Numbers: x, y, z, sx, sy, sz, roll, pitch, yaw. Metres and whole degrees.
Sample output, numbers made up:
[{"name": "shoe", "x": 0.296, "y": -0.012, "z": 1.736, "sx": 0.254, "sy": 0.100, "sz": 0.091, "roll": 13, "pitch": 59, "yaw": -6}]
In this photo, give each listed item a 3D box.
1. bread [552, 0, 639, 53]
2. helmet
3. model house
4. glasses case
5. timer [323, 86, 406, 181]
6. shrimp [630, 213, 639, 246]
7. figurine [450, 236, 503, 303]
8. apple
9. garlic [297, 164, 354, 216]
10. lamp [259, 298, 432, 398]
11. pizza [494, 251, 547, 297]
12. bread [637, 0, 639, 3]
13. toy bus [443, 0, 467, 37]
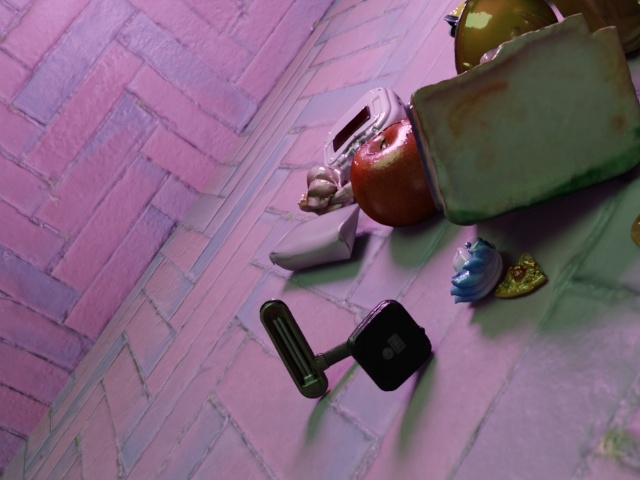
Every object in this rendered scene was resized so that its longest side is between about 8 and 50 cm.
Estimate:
[{"name": "bread", "x": 0.439, "y": -0.413, "z": 0.987, "sx": 0.107, "sy": 0.241, "sz": 0.136, "roll": -44, "pitch": 25, "yaw": 10}, {"name": "helmet", "x": 0.362, "y": -0.348, "z": 1.108, "sx": 0.140, "sy": 0.257, "sz": 0.205, "roll": 22, "pitch": 101, "yaw": 44}, {"name": "model house", "x": 0.306, "y": -0.182, "z": 0.982, "sx": 0.312, "sy": 0.245, "sz": 0.280, "roll": -20, "pitch": 2, "yaw": 9}, {"name": "glasses case", "x": 0.001, "y": -0.002, "z": 1.444, "sx": 0.308, "sy": 0.083, "sz": 0.128, "roll": -16, "pitch": 37, "yaw": 55}, {"name": "timer", "x": 0.108, "y": -0.279, "z": 1.622, "sx": 0.262, "sy": 0.087, "sz": 0.237, "roll": -42, "pitch": 26, "yaw": 25}, {"name": "shrimp", "x": 0.429, "y": -0.033, "z": 0.758, "sx": 0.108, "sy": 0.023, "sz": 0.059, "roll": -50, "pitch": 33, "yaw": 6}, {"name": "figurine", "x": 0.230, "y": 0.050, "z": 0.939, "sx": 0.114, "sy": 0.079, "sz": 0.114, "roll": -52, "pitch": -11, "yaw": -15}, {"name": "apple", "x": 0.166, "y": -0.140, "z": 1.208, "sx": 0.235, "sy": 0.173, "sz": 0.210, "roll": -49, "pitch": 24, "yaw": 6}, {"name": "garlic", "x": 0.031, "y": -0.125, "z": 1.487, "sx": 0.127, "sy": 0.131, "sz": 0.194, "roll": -63, "pitch": 16, "yaw": -17}, {"name": "lamp", "x": 0.028, "y": 0.153, "z": 1.039, "sx": 0.124, "sy": 0.203, "sz": 0.283, "roll": -45, "pitch": 12, "yaw": -34}, {"name": "pizza", "x": 0.288, "y": 0.046, "z": 0.902, "sx": 0.083, "sy": 0.025, "sz": 0.078, "roll": -32, "pitch": 33, "yaw": 42}, {"name": "bread", "x": 0.572, "y": -0.404, "z": 0.883, "sx": 0.174, "sy": 0.121, "sz": 0.245, "roll": 9, "pitch": 60, "yaw": 54}, {"name": "toy bus", "x": 0.342, "y": -0.410, "z": 1.263, "sx": 0.101, "sy": 0.175, "sz": 0.088, "roll": -42, "pitch": 25, "yaw": 8}]
